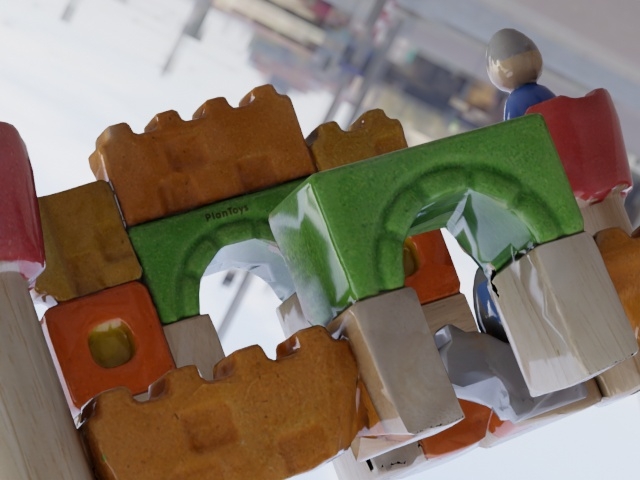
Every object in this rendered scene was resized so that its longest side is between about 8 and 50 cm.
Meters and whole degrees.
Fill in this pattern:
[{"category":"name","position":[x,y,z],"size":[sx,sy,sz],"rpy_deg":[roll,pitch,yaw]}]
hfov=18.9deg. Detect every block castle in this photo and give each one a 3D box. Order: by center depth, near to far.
[{"category":"block castle","position":[0.000,0.000,0.852],"size":[0.453,0.213,0.303],"rpy_deg":[-17,169,-22]}]

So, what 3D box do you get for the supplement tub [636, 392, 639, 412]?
[{"category":"supplement tub","position":[0.284,0.068,1.093],"size":[0.190,0.117,0.117],"rpy_deg":[-3,-165,-15]}]
